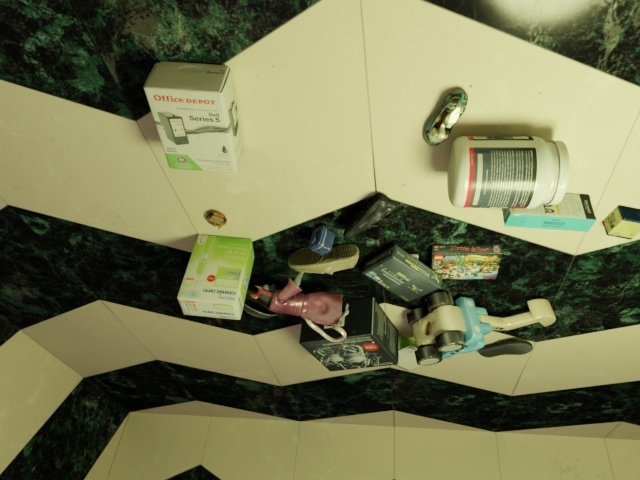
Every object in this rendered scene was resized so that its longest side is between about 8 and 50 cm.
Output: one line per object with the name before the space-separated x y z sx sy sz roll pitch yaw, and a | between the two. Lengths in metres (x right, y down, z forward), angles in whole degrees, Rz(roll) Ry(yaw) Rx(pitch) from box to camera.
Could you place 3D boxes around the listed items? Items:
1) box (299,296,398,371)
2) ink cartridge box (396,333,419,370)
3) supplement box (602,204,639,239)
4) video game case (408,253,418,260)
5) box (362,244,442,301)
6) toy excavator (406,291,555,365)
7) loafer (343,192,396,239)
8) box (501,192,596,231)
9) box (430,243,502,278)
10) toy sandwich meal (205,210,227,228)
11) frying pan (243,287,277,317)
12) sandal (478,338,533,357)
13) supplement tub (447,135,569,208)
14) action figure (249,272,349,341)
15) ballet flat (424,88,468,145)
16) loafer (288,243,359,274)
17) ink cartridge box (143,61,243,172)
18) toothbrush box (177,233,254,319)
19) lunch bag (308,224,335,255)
box | 0.133 0.423 2.123 0.343 0.179 0.312 -13 140 25
ink cartridge box | 0.429 0.504 2.249 0.189 0.097 0.255 28 136 -24
supplement box | 0.932 -0.054 1.473 0.083 0.056 0.083 10 142 -4
video game case | 0.299 0.080 1.787 0.122 0.011 0.087 1 142 8
box | 0.299 0.126 1.769 0.233 0.059 0.183 33 142 -18
toy excavator | 0.640 0.338 1.947 0.445 0.222 0.433 8 145 -25
loafer | 0.154 -0.065 1.568 0.078 0.076 0.223 31 133 -17
box | 0.674 -0.089 1.435 0.244 0.100 0.060 4 144 4
box | 0.515 0.078 1.722 0.233 0.044 0.159 -1 142 10
toy sandwich meal | -0.365 -0.071 1.682 0.086 0.029 0.085 4 142 3
frying pan | -0.313 0.220 1.895 0.326 0.197 0.053 26 101 -12
sandal | 0.838 0.482 2.200 0.097 0.054 0.254 40 142 -26
supplement tub | 0.484 -0.179 1.273 0.272 0.191 0.191 2 142 7
action figure | -0.096 0.257 1.878 0.370 0.275 0.248 11 147 -17
ballet flat | 0.319 -0.302 1.245 0.070 0.070 0.188 12 143 -6
loafer | 0.014 0.080 1.759 0.269 0.102 0.092 -5 135 15
ink cartridge box | -0.326 -0.320 1.283 0.198 0.114 0.273 4 143 4
toothbrush box | -0.367 0.127 1.733 0.206 0.283 0.122 6 143 3
lunch bag | 0.000 0.000 1.660 0.065 0.098 0.067 33 141 -26
